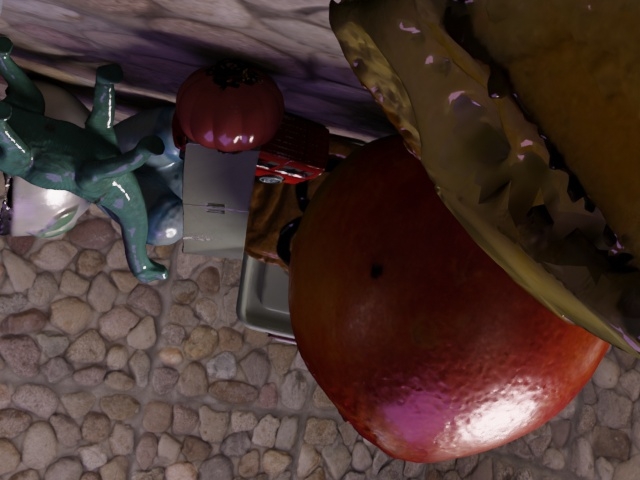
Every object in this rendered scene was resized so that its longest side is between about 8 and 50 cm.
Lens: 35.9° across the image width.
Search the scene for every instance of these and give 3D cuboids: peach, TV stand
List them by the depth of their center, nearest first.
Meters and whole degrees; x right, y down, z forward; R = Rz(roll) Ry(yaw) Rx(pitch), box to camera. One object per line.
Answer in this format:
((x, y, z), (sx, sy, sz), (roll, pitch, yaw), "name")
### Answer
((0.146, 0.062, 1.110), (0.388, 0.388, 0.388), (12, 177, 1), "peach")
((-0.117, -0.073, 1.151), (0.083, 0.088, 0.269), (4, 153, -6), "TV stand")

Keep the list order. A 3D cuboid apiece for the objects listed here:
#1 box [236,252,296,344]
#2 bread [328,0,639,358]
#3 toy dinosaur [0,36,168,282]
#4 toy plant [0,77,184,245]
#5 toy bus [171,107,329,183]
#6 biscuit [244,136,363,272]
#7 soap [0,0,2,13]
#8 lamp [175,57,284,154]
((0.000, 0.000, 1.475), (0.193, 0.294, 0.167), (12, -171, 9), "box")
((0.131, -0.072, 0.572), (0.262, 0.163, 0.204), (57, 165, -14), "bread")
((-0.344, -0.079, 1.215), (0.384, 0.129, 0.331), (18, 142, -11), "toy dinosaur")
((-0.282, -0.102, 1.411), (0.332, 0.247, 0.247), (6, 179, -15), "toy plant")
((-0.087, -0.128, 1.233), (0.195, 0.081, 0.089), (14, 167, -37), "toy bus")
((-0.008, -0.044, 1.350), (0.290, 0.208, 0.041), (21, -161, 6), "biscuit")
((-0.310, -0.165, 0.691), (0.094, 0.150, 0.261), (7, 177, 0), "soap")
((-0.089, -0.132, 0.978), (0.108, 0.092, 0.107), (4, -147, -2), "lamp")
